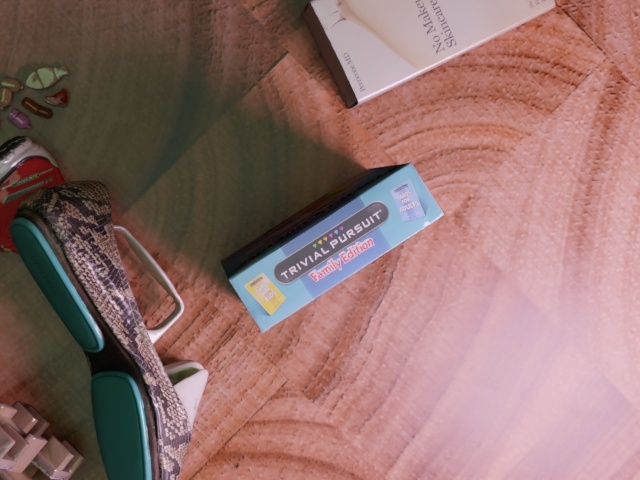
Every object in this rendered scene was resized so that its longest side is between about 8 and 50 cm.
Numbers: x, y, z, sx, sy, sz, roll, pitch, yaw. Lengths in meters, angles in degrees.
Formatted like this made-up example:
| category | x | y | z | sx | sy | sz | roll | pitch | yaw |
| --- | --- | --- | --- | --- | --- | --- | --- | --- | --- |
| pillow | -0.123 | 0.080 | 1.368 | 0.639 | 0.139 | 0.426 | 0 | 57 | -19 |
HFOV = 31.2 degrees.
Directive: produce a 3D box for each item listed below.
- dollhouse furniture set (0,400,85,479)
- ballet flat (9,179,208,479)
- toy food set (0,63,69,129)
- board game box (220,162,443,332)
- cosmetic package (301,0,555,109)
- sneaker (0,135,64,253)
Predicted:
| category | x | y | z | sx | sy | sz | roll | pitch | yaw |
| --- | --- | --- | --- | --- | --- | --- | --- | --- | --- |
| dollhouse furniture set | -0.477 | 0.268 | 1.510 | 0.242 | 0.212 | 0.161 | 39 | 86 | 20 |
| ballet flat | -0.253 | 0.142 | 1.556 | 0.182 | 0.164 | 0.483 | -26 | 102 | -35 |
| toy food set | -0.403 | -0.194 | 1.591 | 0.122 | 0.019 | 0.078 | -16 | 94 | -13 |
| board game box | 0.000 | 0.000 | 1.483 | 0.254 | 0.336 | 0.079 | -33 | 95 | -4 |
| cosmetic package | 0.148 | -0.322 | 1.600 | 0.309 | 0.113 | 0.160 | -28 | 95 | -6 |
| sneaker | -0.460 | -0.012 | 1.553 | 0.279 | 0.107 | 0.118 | -44 | 110 | 1 |
